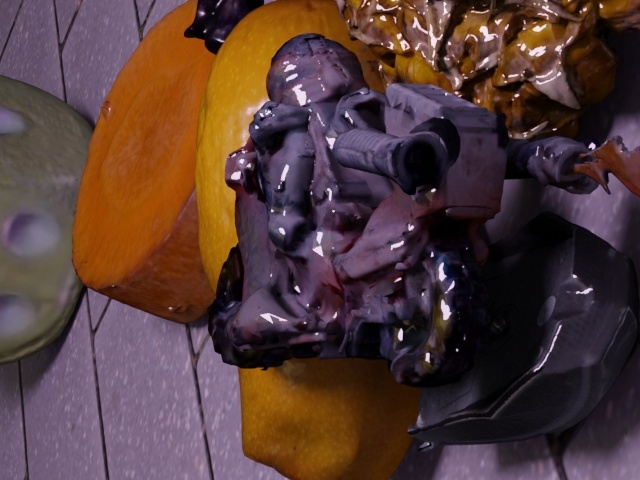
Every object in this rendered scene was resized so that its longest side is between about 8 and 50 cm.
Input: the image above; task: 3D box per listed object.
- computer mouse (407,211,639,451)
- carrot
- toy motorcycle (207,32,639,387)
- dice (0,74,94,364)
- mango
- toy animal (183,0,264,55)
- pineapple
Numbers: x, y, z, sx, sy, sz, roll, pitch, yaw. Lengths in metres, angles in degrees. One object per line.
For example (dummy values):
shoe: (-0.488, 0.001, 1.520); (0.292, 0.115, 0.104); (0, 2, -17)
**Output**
computer mouse: (0.122, 0.063, 1.152); (0.231, 0.071, 0.126); (-33, 37, 63)
carrot: (-0.120, -0.078, 1.771); (0.307, 0.100, 0.258); (-62, 31, 28)
toy motorcycle: (0.045, -0.021, 1.117); (0.401, 0.134, 0.207); (0, 87, 61)
dice: (-0.390, -0.032, 2.193); (0.254, 0.252, 0.249); (-108, 37, -54)
mango: (0.003, 0.001, 1.350); (0.187, 0.144, 0.359); (-23, 69, 34)
toy animal: (-0.052, -0.302, 1.647); (0.195, 0.090, 0.324); (120, 166, -58)
pineapple: (0.085, -0.124, 1.217); (0.334, 0.158, 0.161); (-170, 91, -67)
